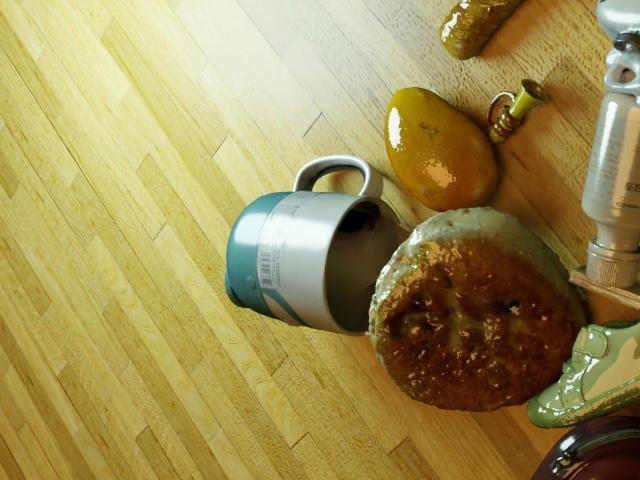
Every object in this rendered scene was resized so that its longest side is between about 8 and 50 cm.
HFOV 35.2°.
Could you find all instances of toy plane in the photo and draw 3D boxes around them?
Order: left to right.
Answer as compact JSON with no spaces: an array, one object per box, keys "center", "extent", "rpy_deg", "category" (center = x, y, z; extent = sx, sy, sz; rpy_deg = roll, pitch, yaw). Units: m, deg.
[{"center":[0.446,-0.275,1.207],"extent":[0.267,0.123,0.267],"rpy_deg":[-29,46,35],"category":"toy plane"}]

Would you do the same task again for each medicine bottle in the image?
[{"center":[0.400,-0.065,1.311],"extent":[0.114,0.114,0.252],"rpy_deg":[20,111,36],"category":"medicine bottle"}]

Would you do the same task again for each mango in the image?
[{"center":[0.168,-0.136,1.496],"extent":[0.141,0.102,0.217],"rpy_deg":[-43,70,41],"category":"mango"}]

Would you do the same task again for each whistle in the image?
[{"center":[0.270,-0.187,1.445],"extent":[0.057,0.046,0.109],"rpy_deg":[48,132,5],"category":"whistle"}]

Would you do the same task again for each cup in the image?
[{"center":[0.000,0.000,1.613],"extent":[0.258,0.219,0.289],"rpy_deg":[7,73,39],"category":"cup"}]

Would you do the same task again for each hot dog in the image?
[{"center":[0.265,-0.365,1.404],"extent":[0.088,0.061,0.286],"rpy_deg":[43,125,12],"category":"hot dog"}]

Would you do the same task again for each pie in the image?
[{"center":[0.215,0.110,1.417],"extent":[0.315,0.092,0.315],"rpy_deg":[0,107,-1],"category":"pie"}]

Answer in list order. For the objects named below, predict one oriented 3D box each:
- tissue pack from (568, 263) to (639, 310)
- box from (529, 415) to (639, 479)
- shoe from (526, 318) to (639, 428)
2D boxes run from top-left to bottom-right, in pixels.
[{"center":[0.399,0.062,1.375],"extent":[0.108,0.056,0.023],"rpy_deg":[24,113,33],"category":"tissue pack"},{"center":[0.362,0.399,1.348],"extent":[0.108,0.263,0.404],"rpy_deg":[-112,36,-50],"category":"box"},{"center":[0.394,0.169,1.332],"extent":[0.262,0.140,0.128],"rpy_deg":[-27,64,33],"category":"shoe"}]
